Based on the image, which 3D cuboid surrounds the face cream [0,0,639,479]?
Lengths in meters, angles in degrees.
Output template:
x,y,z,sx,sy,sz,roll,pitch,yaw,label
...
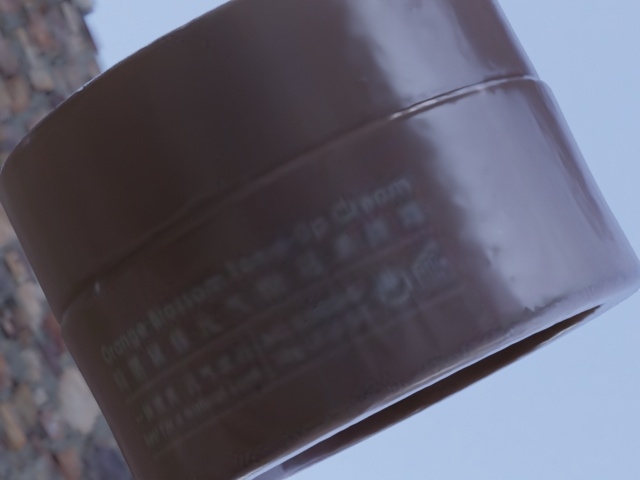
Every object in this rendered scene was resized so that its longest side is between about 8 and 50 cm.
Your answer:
x,y,z,sx,sy,sz,roll,pitch,yaw,label
0.000,0.000,0.494,0.149,0.149,0.104,-35,-101,43,face cream
